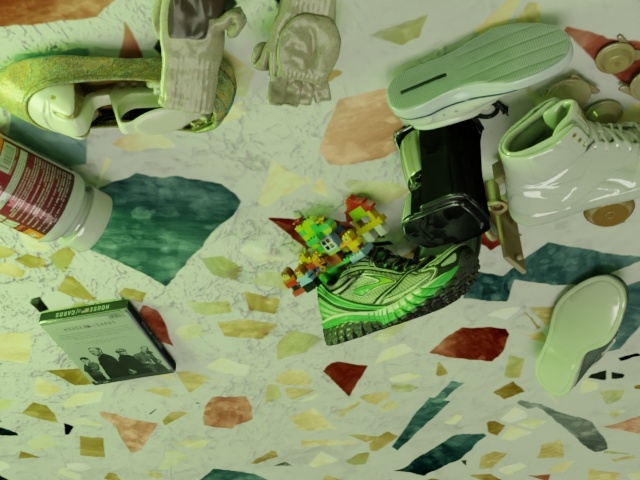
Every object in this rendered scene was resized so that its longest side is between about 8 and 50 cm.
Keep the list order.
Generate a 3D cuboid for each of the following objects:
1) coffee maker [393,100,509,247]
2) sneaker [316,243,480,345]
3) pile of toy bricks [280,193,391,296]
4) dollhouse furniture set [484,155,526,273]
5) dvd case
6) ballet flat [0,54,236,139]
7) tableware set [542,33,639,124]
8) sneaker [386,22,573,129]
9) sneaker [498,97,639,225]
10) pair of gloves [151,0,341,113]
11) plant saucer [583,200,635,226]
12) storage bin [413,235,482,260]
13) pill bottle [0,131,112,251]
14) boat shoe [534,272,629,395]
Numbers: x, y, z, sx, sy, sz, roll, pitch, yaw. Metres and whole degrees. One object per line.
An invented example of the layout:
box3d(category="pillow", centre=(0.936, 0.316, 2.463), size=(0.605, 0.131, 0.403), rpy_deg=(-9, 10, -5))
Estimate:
box3d(category="coffee maker", centre=(0.188, -0.099, 1.434), size=(0.120, 0.178, 0.171), rpy_deg=(20, 137, -25))
box3d(category="sneaker", centre=(0.109, 0.068, 1.636), size=(0.343, 0.146, 0.134), rpy_deg=(-23, 173, 42))
box3d(category="pile of toy bricks", centre=(0.000, 0.000, 1.635), size=(0.105, 0.118, 0.212), rpy_deg=(50, 136, -8))
box3d(category="dollhouse furniture set", centre=(0.326, -0.058, 1.533), size=(0.151, 0.123, 0.144), rpy_deg=(-29, 134, 31))
box3d(category="dvd case", centre=(-0.405, 0.199, 1.924), size=(0.179, 0.029, 0.238), rpy_deg=(-10, 140, 11))
box3d(category="ballet flat", centre=(-0.289, -0.189, 1.363), size=(0.348, 0.123, 0.123), rpy_deg=(-2, 142, 2))
box3d(category="tableware set", centre=(0.410, -0.216, 1.419), size=(0.141, 0.020, 0.169), rpy_deg=(28, 132, -33))
box3d(category="sneaker", centre=(0.220, -0.222, 1.367), size=(0.258, 0.094, 0.091), rpy_deg=(-14, 158, 23))
box3d(category="sneaker", centre=(0.394, -0.137, 1.407), size=(0.292, 0.108, 0.169), rpy_deg=(-23, 135, 2))
box3d(category="pair of gloves", centre=(-0.094, -0.265, 1.280), size=(0.240, 0.042, 0.204), rpy_deg=(-2, 116, -8))
box3d(category="plant saucer", centre=(0.474, -0.046, 1.639), size=(0.083, 0.015, 0.083), rpy_deg=(0, 142, 0))
box3d(category="storage bin", centre=(0.207, 0.030, 1.677), size=(0.091, 0.098, 0.135), rpy_deg=(13, 141, -1))
box3d(category="pill bottle", centre=(-0.433, -0.071, 1.504), size=(0.221, 0.121, 0.121), rpy_deg=(30, 133, -32))
box3d(category="boat shoe", centre=(0.497, 0.163, 1.869), size=(0.099, 0.116, 0.319), rpy_deg=(-30, 150, -37))
